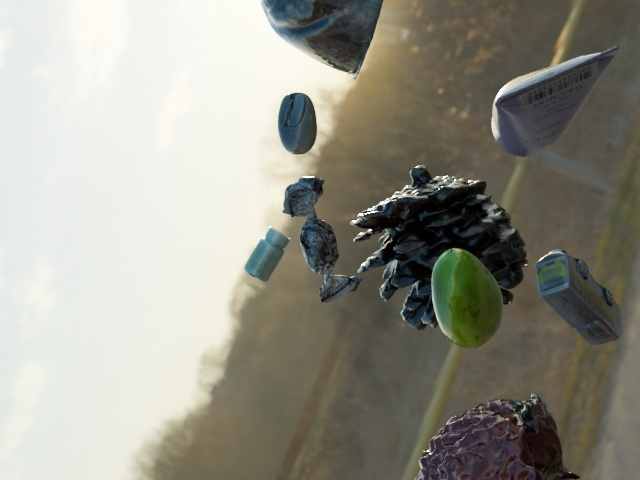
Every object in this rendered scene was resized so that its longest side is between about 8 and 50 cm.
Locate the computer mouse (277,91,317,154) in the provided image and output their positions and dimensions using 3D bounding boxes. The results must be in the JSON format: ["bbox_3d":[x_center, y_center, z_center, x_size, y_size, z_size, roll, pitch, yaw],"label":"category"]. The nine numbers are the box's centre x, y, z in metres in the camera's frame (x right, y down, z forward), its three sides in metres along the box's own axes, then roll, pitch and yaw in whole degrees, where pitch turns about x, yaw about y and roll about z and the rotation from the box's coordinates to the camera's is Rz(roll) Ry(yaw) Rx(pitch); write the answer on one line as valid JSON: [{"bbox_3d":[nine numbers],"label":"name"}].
[{"bbox_3d":[-0.039,-0.179,1.962,0.039,0.066,0.096,-17,-74,-52],"label":"computer mouse"}]

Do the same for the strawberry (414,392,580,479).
[{"bbox_3d":[0.204,0.327,1.588,0.261,0.257,0.261,-13,-90,-77],"label":"strawberry"}]

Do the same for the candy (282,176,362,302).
[{"bbox_3d":[0.000,0.000,2.081,0.051,0.094,0.226,-53,-49,-56],"label":"candy"}]

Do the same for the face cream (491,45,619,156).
[{"bbox_3d":[0.271,-0.172,1.565,0.154,0.096,0.274,-21,-7,-1],"label":"face cream"}]

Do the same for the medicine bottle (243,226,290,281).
[{"bbox_3d":[-0.088,0.023,2.099,0.083,0.047,0.047,-59,-2,3],"label":"medicine bottle"}]

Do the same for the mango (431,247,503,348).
[{"bbox_3d":[0.205,0.088,1.828,0.163,0.089,0.117,45,-125,-47],"label":"mango"}]

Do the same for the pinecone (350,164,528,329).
[{"bbox_3d":[0.198,0.023,2.115,0.242,0.296,0.298,-46,17,-21],"label":"pinecone"}]

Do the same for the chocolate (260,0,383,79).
[{"bbox_3d":[-0.002,-0.438,2.169,0.303,0.213,0.303,-166,90,-84],"label":"chocolate"}]

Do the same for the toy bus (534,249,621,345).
[{"bbox_3d":[0.347,0.080,1.708,0.057,0.172,0.072,-20,49,30],"label":"toy bus"}]
